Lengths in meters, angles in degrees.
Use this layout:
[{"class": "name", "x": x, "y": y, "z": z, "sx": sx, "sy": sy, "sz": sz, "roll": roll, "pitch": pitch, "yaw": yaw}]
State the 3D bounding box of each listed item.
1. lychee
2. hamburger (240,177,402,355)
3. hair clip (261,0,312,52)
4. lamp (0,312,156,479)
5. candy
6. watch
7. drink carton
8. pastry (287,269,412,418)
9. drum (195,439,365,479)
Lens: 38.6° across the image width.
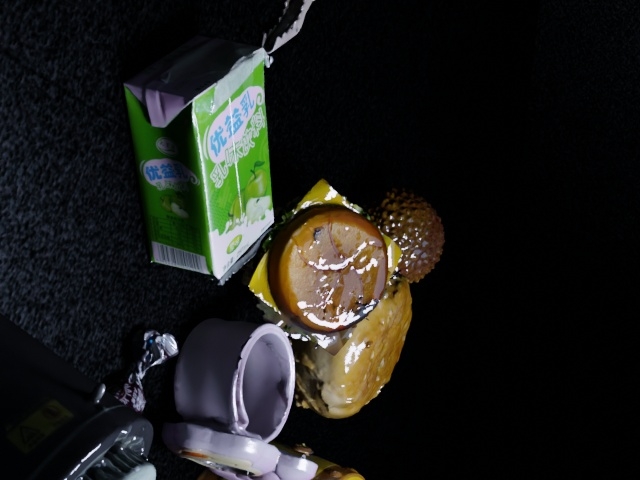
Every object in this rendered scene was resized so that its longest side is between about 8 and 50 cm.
[{"class": "lychee", "x": 0.148, "y": -0.010, "z": 1.780, "sx": 0.238, "sy": 0.200, "sz": 0.200, "roll": -44, "pitch": 143, "yaw": -62}, {"class": "hamburger", "x": -0.001, "y": 0.042, "z": 1.419, "sx": 0.262, "sy": 0.139, "sz": 0.243, "roll": 43, "pitch": 78, "yaw": -21}, {"class": "hair clip", "x": -0.027, "y": -0.350, "z": 1.334, "sx": 0.226, "sy": 0.034, "sz": 0.072, "roll": -66, "pitch": 157, "yaw": -19}, {"class": "lamp", "x": -0.275, "y": 0.176, "z": 0.775, "sx": 0.205, "sy": 0.272, "sz": 0.374, "roll": -37, "pitch": 137, "yaw": -59}, {"class": "candy", "x": -0.247, "y": 0.212, "z": 1.159, "sx": 0.094, "sy": 0.051, "sz": 0.226, "roll": 78, "pitch": 35, "yaw": -54}, {"class": "watch", "x": -0.106, "y": 0.236, "z": 1.349, "sx": 0.248, "sy": 0.211, "sz": 0.217, "roll": 46, "pitch": 53, "yaw": -55}, {"class": "drink carton", "x": -0.139, "y": -0.099, "z": 1.134, "sx": 0.161, "sy": 0.108, "sz": 0.271, "roll": -50, "pitch": 148, "yaw": -46}, {"class": "pastry", "x": 0.038, "y": 0.167, "z": 1.629, "sx": 0.316, "sy": 0.184, "sz": 0.284, "roll": -28, "pitch": 136, "yaw": -62}, {"class": "drum", "x": -0.092, "y": 0.551, "z": 1.538, "sx": 0.431, "sy": 0.214, "sz": 0.431, "roll": -46, "pitch": 144, "yaw": -49}]
